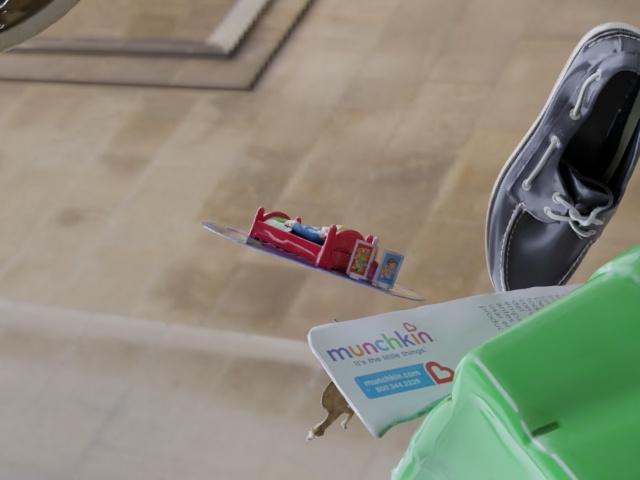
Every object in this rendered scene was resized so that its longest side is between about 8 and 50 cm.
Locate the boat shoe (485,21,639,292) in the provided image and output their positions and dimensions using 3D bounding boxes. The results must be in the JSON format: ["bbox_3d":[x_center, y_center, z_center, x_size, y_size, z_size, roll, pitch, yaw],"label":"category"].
[{"bbox_3d":[0.159,-0.037,0.925,0.065,0.075,0.206,-86,14,-64],"label":"boat shoe"}]

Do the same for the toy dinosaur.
[{"bbox_3d":[0.036,0.204,2.030,0.092,0.053,0.183,5,-76,-48],"label":"toy dinosaur"}]

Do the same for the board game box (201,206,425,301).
[{"bbox_3d":[0.000,0.000,1.028,0.133,0.168,0.033,-111,41,-86],"label":"board game box"}]

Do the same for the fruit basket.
[{"bbox_3d":[0.206,0.132,0.591,0.353,0.327,0.165,-1,-49,-43],"label":"fruit basket"}]

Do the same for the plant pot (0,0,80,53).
[{"bbox_3d":[-0.334,-0.264,1.038,0.334,0.305,0.334,1,-93,-25],"label":"plant pot"}]
